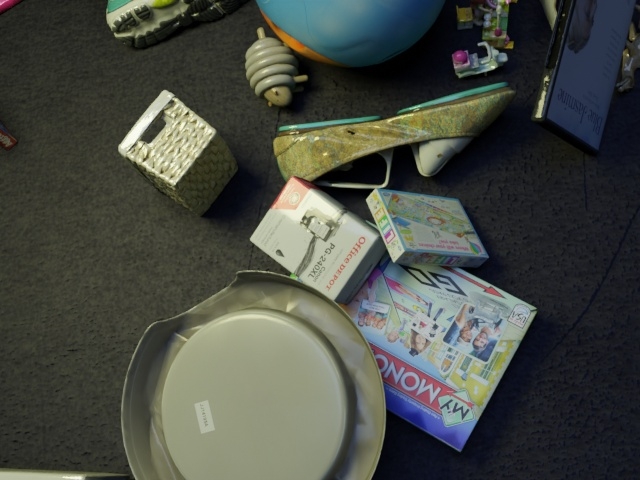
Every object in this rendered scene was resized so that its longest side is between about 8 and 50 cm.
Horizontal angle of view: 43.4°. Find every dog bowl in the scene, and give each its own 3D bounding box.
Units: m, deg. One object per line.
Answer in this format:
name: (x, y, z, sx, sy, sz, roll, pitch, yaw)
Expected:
dog bowl: (-0.077, 0.215, 1.031, 0.349, 0.102, 0.348, -3, 81, 17)

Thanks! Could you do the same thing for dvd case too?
dvd case: (0.356, -0.256, 1.064, 0.022, 0.180, 0.253, 15, 91, 41)

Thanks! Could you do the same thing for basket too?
basket: (-0.198, -0.120, 1.162, 0.103, 0.167, 0.113, 34, 82, 13)

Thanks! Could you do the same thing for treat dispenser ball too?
treat dispenser ball: (0.042, -0.391, 1.135, 0.288, 0.288, 0.288, -3, 72, 10)

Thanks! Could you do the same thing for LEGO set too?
LEGO set: (0.224, -0.392, 1.197, 0.132, 0.107, 0.287, -17, 70, 5)

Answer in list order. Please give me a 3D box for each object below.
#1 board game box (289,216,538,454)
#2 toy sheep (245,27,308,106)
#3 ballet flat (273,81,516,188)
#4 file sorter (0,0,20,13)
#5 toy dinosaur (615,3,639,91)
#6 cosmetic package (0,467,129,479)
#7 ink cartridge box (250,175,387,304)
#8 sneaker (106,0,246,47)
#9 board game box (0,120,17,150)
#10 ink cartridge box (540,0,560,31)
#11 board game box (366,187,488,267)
board game box: (0.101, 0.113, 1.090, 0.317, 0.046, 0.213, 28, 78, 18)
toy sheep: (-0.072, -0.264, 1.226, 0.091, 0.091, 0.132, -19, 75, 4)
ballet flat: (0.109, -0.136, 1.144, 0.349, 0.123, 0.123, -11, 71, 7)
file sorter: (-0.590, -0.573, 1.373, 0.202, 0.182, 0.290, -32, 69, -1)
toy dinosaur: (0.470, -0.293, 1.157, 0.092, 0.053, 0.183, 42, 92, 5)
cosmetic package: (-0.454, 0.395, 1.048, 0.366, 0.155, 0.197, -2, 74, 9)
ink cartridge box: (0.000, 0.000, 1.076, 0.150, 0.063, 0.109, 36, 97, 20)
sneaker: (-0.222, -0.416, 1.298, 0.275, 0.107, 0.110, -19, 61, 4)
board game box: (-0.608, -0.270, 1.298, 0.027, 0.145, 0.281, -43, 69, -3)
ink cartridge box: (0.321, -0.481, 1.170, 0.069, 0.176, 0.370, -14, 70, 6)
board game box: (0.143, -0.015, 1.069, 0.026, 0.154, 0.103, -50, 48, 38)
